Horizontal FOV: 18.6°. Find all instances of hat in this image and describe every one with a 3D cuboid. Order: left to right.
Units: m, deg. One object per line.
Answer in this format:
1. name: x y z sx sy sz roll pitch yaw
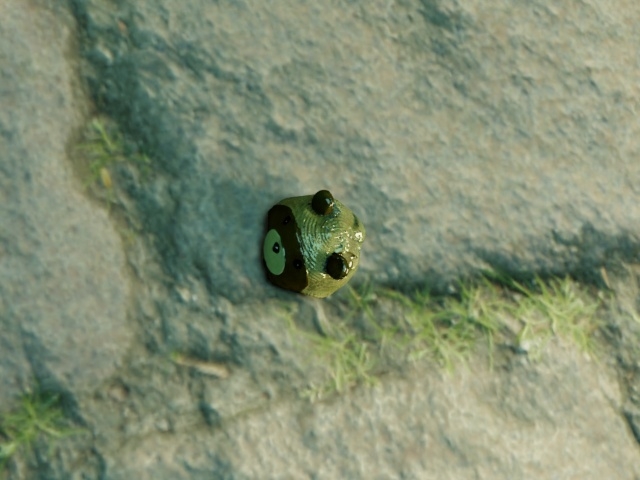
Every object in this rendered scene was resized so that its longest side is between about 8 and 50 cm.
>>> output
1. hat: -0.001 0.000 1.523 0.076 0.059 0.077 20 60 -30
